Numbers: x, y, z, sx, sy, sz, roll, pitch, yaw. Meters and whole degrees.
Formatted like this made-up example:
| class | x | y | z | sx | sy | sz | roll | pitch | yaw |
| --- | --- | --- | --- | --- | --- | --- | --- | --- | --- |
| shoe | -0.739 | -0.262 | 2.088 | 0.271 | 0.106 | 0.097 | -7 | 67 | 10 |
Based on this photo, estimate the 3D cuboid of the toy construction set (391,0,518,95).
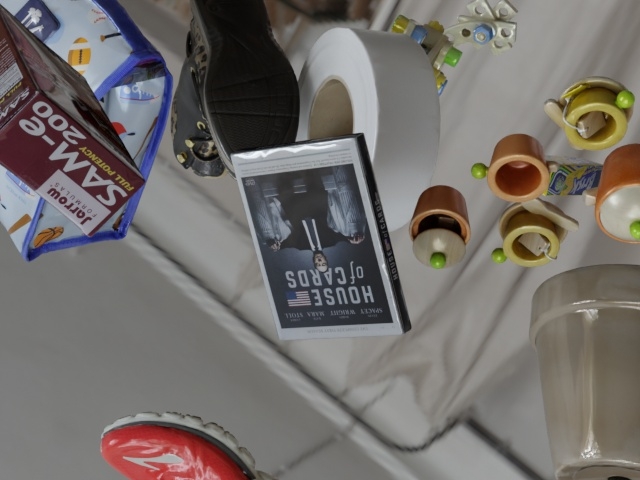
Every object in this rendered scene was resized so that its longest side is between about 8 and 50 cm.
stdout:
| class | x | y | z | sx | sy | sz | roll | pitch | yaw |
| --- | --- | --- | --- | --- | --- | --- | --- | --- | --- |
| toy construction set | 0.187 | -0.310 | 2.308 | 0.151 | 0.215 | 0.328 | 39 | -141 | 18 |

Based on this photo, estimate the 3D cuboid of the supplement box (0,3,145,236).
| class | x | y | z | sx | sy | sz | roll | pitch | yaw |
| --- | --- | --- | --- | --- | --- | --- | --- | --- | --- |
| supplement box | -0.247 | -0.114 | 1.217 | 0.130 | 0.073 | 0.239 | 42 | -173 | -36 |

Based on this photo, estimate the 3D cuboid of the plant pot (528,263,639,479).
| class | x | y | z | sx | sy | sz | roll | pitch | yaw |
| --- | --- | --- | --- | --- | --- | --- | --- | --- | --- |
| plant pot | 0.453 | 0.229 | 2.056 | 0.323 | 0.323 | 0.280 | 23 | -119 | -16 |

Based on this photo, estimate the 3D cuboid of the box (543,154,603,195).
| class | x | y | z | sx | sy | sz | roll | pitch | yaw |
| --- | --- | --- | --- | --- | --- | --- | --- | --- | --- |
| box | 0.389 | -0.105 | 2.245 | 0.059 | 0.054 | 0.169 | 23 | -164 | 36 |

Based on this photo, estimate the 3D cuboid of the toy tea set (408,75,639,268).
| class | x | y | z | sx | sy | sz | roll | pitch | yaw |
| --- | --- | --- | --- | --- | --- | --- | --- | --- | --- |
| toy tea set | 0.260 | -0.034 | 1.628 | 0.200 | 0.336 | 0.124 | 40 | -144 | -25 |

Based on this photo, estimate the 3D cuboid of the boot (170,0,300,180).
| class | x | y | z | sx | sy | sz | roll | pitch | yaw |
| --- | --- | --- | --- | --- | --- | --- | --- | --- | --- |
| boot | -0.139 | -0.188 | 2.080 | 0.138 | 0.284 | 0.377 | -7 | -121 | -18 |

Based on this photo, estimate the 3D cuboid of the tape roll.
| class | x | y | z | sx | sy | sz | roll | pitch | yaw |
| --- | --- | --- | --- | --- | --- | --- | --- | --- | --- |
| tape roll | 0.055 | -0.152 | 1.945 | 0.100 | 0.286 | 0.286 | 1 | -142 | -26 |

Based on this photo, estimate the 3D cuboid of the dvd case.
| class | x | y | z | sx | sy | sz | roll | pitch | yaw |
| --- | --- | --- | --- | --- | --- | --- | --- | --- | --- |
| dvd case | 0.000 | 0.000 | 1.625 | 0.179 | 0.238 | 0.029 | -5 | -165 | 34 |

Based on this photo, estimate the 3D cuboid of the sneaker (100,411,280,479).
| class | x | y | z | sx | sy | sz | roll | pitch | yaw |
| --- | --- | --- | --- | --- | --- | --- | --- | --- | --- |
| sneaker | -0.103 | 0.274 | 1.392 | 0.279 | 0.107 | 0.118 | 35 | -138 | -11 |

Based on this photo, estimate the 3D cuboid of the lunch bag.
| class | x | y | z | sx | sy | sz | roll | pitch | yaw |
| --- | --- | --- | --- | --- | --- | --- | --- | --- | --- |
| lunch bag | -0.392 | -0.219 | 2.001 | 0.239 | 0.385 | 0.328 | -19 | -121 | -43 |
